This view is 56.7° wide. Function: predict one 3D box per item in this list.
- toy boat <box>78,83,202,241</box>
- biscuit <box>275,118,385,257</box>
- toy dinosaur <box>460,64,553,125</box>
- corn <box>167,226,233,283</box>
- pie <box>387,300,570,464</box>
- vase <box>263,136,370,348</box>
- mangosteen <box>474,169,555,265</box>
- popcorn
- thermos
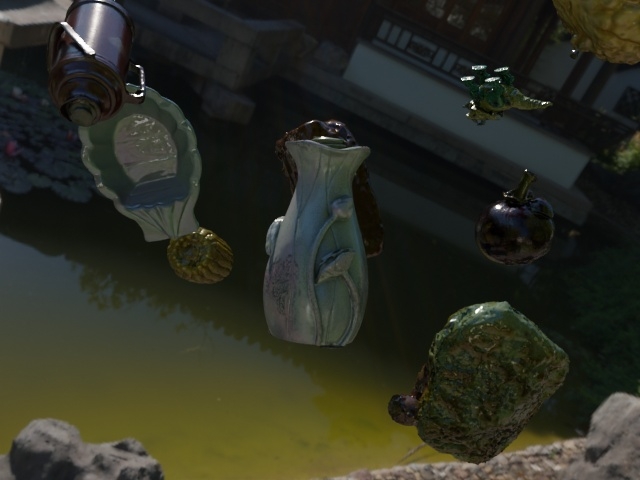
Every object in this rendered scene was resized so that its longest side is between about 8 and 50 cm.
[{"bbox_3d":[-0.306,-0.142,1.060,0.199,0.290,0.100,-10,25,2],"label":"toy boat"},{"bbox_3d":[0.026,-0.126,1.619,0.166,0.395,0.342,-19,7,-12],"label":"biscuit"},{"bbox_3d":[0.468,-0.373,1.529,0.259,0.094,0.153,9,-42,50],"label":"toy dinosaur"},{"bbox_3d":[-0.284,0.042,1.463,0.131,0.131,0.344,27,-4,2],"label":"corn"},{"bbox_3d":[0.417,0.354,1.464,0.395,0.418,0.180,24,22,-24],"label":"pie"},{"bbox_3d":[0.000,0.000,1.296,0.249,0.446,0.250,5,2,0],"label":"vase"},{"bbox_3d":[0.579,-0.066,1.755,0.231,0.289,0.231,6,7,-1],"label":"mangosteen"},{"bbox_3d":[0.755,-0.614,1.440,0.349,0.381,0.349,56,9,-14],"label":"popcorn"},{"bbox_3d":[-0.288,-0.220,0.761,0.124,0.099,0.232,8,42,-22],"label":"thermos"}]
